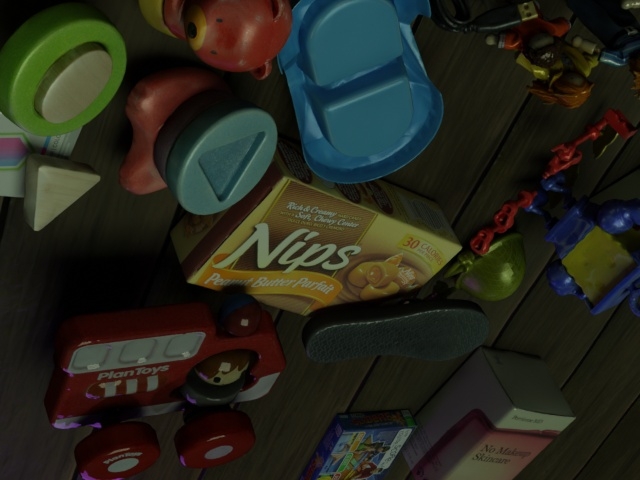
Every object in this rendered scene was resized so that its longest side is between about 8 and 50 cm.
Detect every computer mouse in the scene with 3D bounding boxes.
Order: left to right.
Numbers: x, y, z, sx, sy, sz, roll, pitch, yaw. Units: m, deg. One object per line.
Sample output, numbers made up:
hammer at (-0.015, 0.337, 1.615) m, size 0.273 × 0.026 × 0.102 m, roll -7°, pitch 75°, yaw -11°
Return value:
computer mouse at (0.212, -0.309, 1.212) m, size 0.262 × 0.060 × 0.184 m, roll -22°, pitch 115°, yaw -4°

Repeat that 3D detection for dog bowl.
dog bowl at (0.035, -0.188, 1.294) m, size 0.166 × 0.074 × 0.297 m, roll -22°, pitch 140°, yaw -5°

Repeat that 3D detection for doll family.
doll family at (0.302, -0.221, 1.327) m, size 0.263 × 0.163 × 0.118 m, roll -18°, pitch 140°, yaw -10°

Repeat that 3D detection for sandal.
sandal at (0.099, 0.104, 1.545) m, size 0.255 × 0.054 × 0.097 m, roll 1°, pitch 131°, yaw -20°

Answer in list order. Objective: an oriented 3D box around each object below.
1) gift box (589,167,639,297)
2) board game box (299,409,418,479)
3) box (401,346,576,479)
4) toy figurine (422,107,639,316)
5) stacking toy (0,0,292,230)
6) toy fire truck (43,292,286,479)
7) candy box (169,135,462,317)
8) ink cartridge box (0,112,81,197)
gift box at (0.541, 0.005, 1.639) m, size 0.258 × 0.255 × 0.276 m, roll -32°, pitch 144°, yaw 11°
board game box at (0.054, 0.347, 1.928) m, size 0.136 × 0.035 × 0.201 m, roll 2°, pitch 134°, yaw -29°
box at (0.257, 0.294, 1.905) m, size 0.149 × 0.126 × 0.232 m, roll 13°, pitch 128°, yaw -37°
toy figurine at (0.319, 0.036, 1.534) m, size 0.191 × 0.217 × 0.362 m, roll -27°, pitch 160°, yaw -48°
stacking toy at (-0.151, -0.118, 1.162) m, size 0.280 × 0.130 × 0.309 m, roll -31°, pitch 147°, yaw -28°
toy fire truck at (-0.177, 0.153, 1.448) m, size 0.302 × 0.169 × 0.254 m, roll -4°, pitch 149°, yaw -26°
candy box at (0.000, 0.000, 1.471) m, size 0.316 × 0.087 × 0.183 m, roll 20°, pitch 124°, yaw -41°
ink cartridge box at (-0.351, -0.106, 1.186) m, size 0.209 × 0.062 × 0.109 m, roll 5°, pitch 131°, yaw -32°
